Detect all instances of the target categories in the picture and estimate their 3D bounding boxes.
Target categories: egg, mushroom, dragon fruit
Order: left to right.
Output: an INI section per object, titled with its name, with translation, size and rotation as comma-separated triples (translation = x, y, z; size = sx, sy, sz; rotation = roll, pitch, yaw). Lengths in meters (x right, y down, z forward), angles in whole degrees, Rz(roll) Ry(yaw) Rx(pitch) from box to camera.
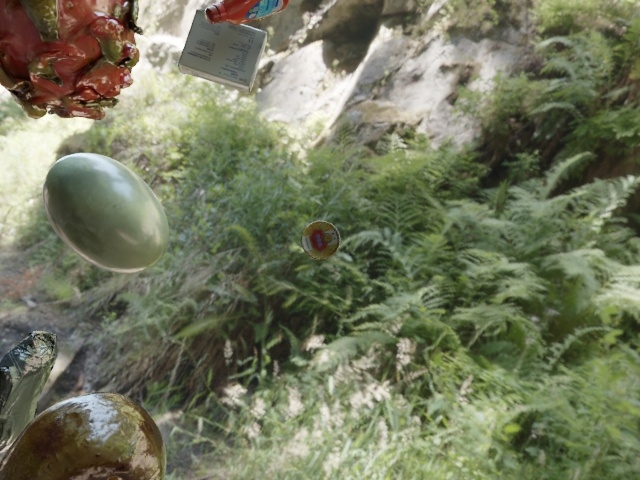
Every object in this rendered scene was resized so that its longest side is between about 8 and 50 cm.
[dragon fruit]
translation = -0.462, -0.338, 0.948
size = 0.297, 0.262, 0.314
rotation = 1, 4, -20
[mushroom]
translation = -0.306, 0.316, 0.751
size = 0.231, 0.194, 0.138
rotation = 13, 15, -47
[egg]
translation = -0.553, -0.069, 1.436
size = 0.352, 0.258, 0.258
rotation = 47, -11, -10

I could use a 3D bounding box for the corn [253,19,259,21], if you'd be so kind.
[corn]
translation = -0.204, -0.636, 1.327
size = 0.102, 0.101, 0.310
rotation = 27, -6, 23

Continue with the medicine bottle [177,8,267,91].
[medicine bottle]
translation = -0.261, -0.508, 1.479
size = 0.201, 0.171, 0.052
rotation = 16, -7, -5

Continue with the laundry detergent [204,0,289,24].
[laundry detergent]
translation = -0.137, -0.428, 1.007
size = 0.049, 0.165, 0.097
rotation = 58, -26, 3

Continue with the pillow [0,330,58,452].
[pillow]
translation = -0.725, 0.373, 1.315
size = 0.093, 0.334, 0.161
rotation = 23, 9, 8

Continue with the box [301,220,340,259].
[box]
translation = 0.000, 0.000, 1.472
size = 0.106, 0.105, 0.037
rotation = 30, -10, -3
